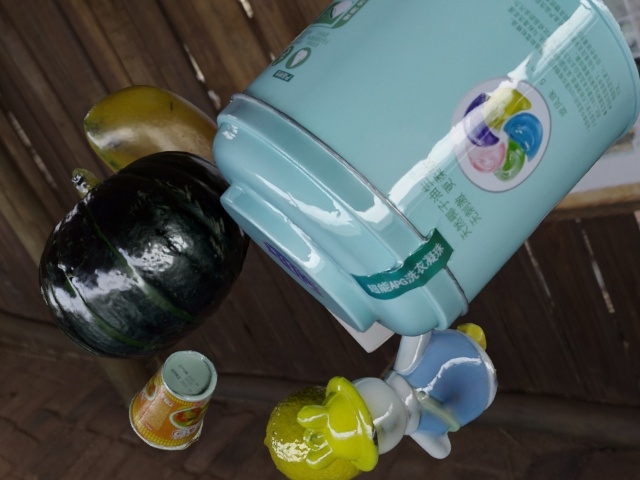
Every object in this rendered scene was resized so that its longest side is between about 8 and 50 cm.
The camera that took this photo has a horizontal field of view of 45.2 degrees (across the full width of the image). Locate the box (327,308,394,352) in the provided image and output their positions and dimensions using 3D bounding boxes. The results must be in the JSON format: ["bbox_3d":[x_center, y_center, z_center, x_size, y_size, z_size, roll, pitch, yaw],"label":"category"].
[{"bbox_3d":[0.000,0.000,1.214,0.065,0.343,0.200,-42,3,21],"label":"box"}]

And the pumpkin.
[{"bbox_3d":[-0.195,0.005,0.845,0.250,0.216,0.250,-39,4,3],"label":"pumpkin"}]

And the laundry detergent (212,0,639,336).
[{"bbox_3d":[0.076,-0.086,0.704,0.305,0.287,0.287,-47,22,-7],"label":"laundry detergent"}]

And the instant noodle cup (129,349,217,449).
[{"bbox_3d":[-0.296,0.324,1.600,0.168,0.168,0.185,-47,-7,-46],"label":"instant noodle cup"}]

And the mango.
[{"bbox_3d":[-0.264,-0.145,1.340,0.173,0.317,0.211,-10,51,39],"label":"mango"}]

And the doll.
[{"bbox_3d":[0.085,0.155,0.765,0.241,0.135,0.099,-17,45,-30],"label":"doll"}]

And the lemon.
[{"bbox_3d":[0.002,0.214,0.841,0.133,0.109,0.109,-3,21,1],"label":"lemon"}]
